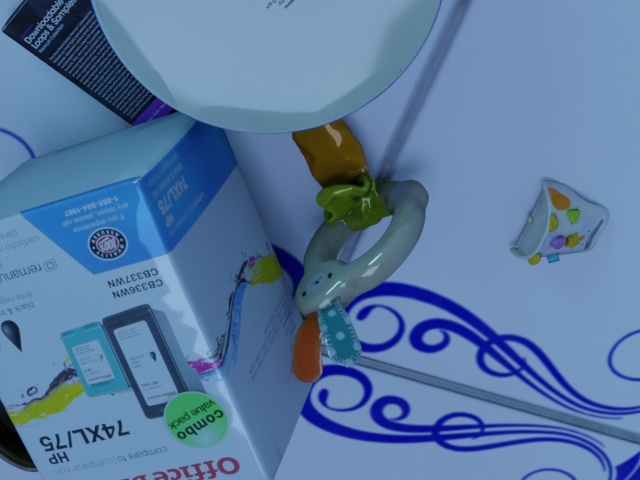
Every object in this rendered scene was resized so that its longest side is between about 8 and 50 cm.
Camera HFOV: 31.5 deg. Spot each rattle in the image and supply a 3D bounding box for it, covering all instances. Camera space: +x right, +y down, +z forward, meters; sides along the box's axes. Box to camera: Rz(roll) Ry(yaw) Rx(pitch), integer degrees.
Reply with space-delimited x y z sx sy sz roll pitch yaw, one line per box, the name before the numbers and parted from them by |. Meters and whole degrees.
rattle | 0.000 0.000 0.971 0.130 0.199 0.143 14 148 39

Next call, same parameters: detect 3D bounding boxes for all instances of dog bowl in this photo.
dog bowl | -0.040 -0.217 0.850 0.265 0.104 0.265 -2 122 -3

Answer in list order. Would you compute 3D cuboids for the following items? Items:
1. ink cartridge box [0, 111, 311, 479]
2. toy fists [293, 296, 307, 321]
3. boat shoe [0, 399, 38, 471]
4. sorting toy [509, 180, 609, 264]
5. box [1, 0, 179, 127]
ink cartridge box | -0.151 0.060 0.952 0.198 0.197 0.270 -16 110 18
toy fists | -0.116 0.142 1.148 0.142 0.096 0.279 32 120 -21
boat shoe | -0.347 0.104 1.113 0.123 0.116 0.324 -26 122 20
sorting toy | 0.231 -0.009 1.062 0.075 0.045 0.083 1 130 -23
box | -0.168 -0.172 0.955 0.162 0.029 0.116 36 120 -24
